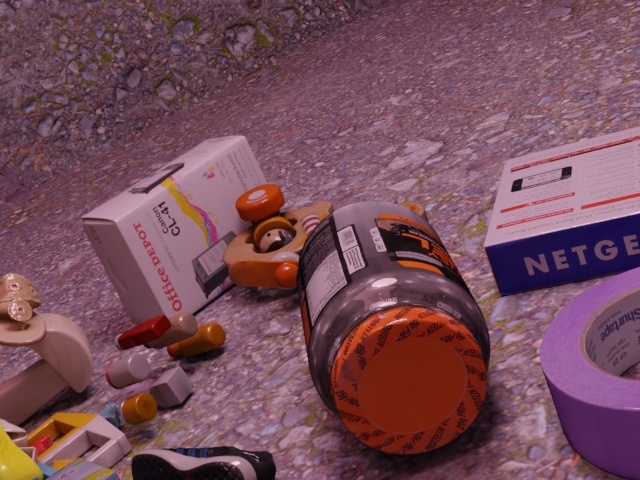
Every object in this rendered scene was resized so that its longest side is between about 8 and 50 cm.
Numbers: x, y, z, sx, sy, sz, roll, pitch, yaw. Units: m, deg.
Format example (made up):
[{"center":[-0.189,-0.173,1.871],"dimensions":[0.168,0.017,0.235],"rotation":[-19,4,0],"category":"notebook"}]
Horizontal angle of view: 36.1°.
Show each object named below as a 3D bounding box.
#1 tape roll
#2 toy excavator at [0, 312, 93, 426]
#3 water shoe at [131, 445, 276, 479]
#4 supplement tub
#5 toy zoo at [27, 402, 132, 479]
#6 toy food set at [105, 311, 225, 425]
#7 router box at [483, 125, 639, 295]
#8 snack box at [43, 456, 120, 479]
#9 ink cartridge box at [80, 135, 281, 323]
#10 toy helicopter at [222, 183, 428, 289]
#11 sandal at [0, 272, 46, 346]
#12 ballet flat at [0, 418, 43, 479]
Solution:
[{"center":[0.367,0.120,0.993],"dimensions":[0.275,0.090,0.275],"rotation":[-20,21,8],"category":"tape roll"},{"center":[-0.626,0.263,1.500],"dimensions":[0.433,0.445,0.222],"rotation":[-64,23,7],"category":"toy excavator"},{"center":[-0.140,0.281,1.169],"dimensions":[0.203,0.073,0.080],"rotation":[-5,1,39],"category":"water shoe"},{"center":[0.081,0.095,1.175],"dimensions":[0.207,0.207,0.338],"rotation":[-21,22,3],"category":"supplement tub"},{"center":[-0.388,0.321,1.344],"dimensions":[0.192,0.030,0.293],"rotation":[1,32,47],"category":"toy zoo"},{"center":[-0.249,0.181,1.441],"dimensions":[0.104,0.111,0.232],"rotation":[-23,18,35],"category":"toy food set"},{"center":[0.416,-0.061,1.388],"dimensions":[0.335,0.082,0.301],"rotation":[-13,23,24],"category":"router box"},{"center":[-0.316,0.331,1.128],"dimensions":[0.174,0.070,0.207],"rotation":[-33,6,-26],"category":"snack box"},{"center":[-0.228,-0.018,1.730],"dimensions":[0.131,0.226,0.306],"rotation":[1,32,49],"category":"ink cartridge box"},{"center":[0.000,0.000,1.591],"dimensions":[0.355,0.140,0.235],"rotation":[-10,26,24],"category":"toy helicopter"},{"center":[-0.475,0.085,1.499],"dimensions":[0.088,0.079,0.240],"rotation":[-7,18,-21],"category":"sandal"},{"center":[-0.432,0.289,1.340],"dimensions":[0.077,0.077,0.231],"rotation":[-9,16,-28],"category":"ballet flat"}]
